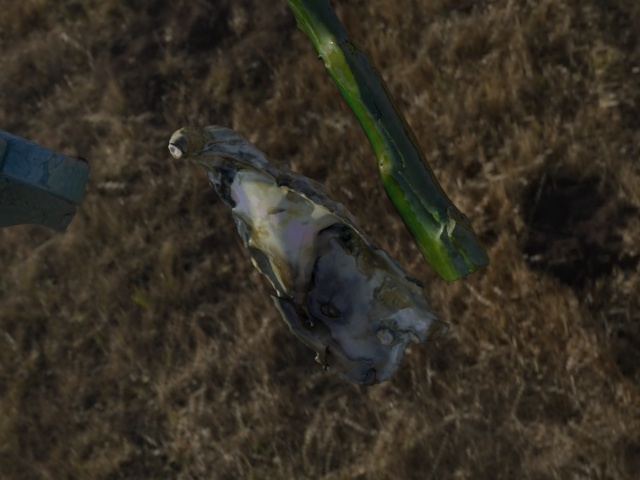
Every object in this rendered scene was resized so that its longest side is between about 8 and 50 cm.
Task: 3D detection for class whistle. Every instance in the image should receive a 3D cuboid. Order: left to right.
[{"bbox_3d":[-0.273,-0.061,0.812,0.186,0.274,0.093,16,82,31],"label":"whistle"}]

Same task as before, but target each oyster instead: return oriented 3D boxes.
[{"bbox_3d":[0.000,0.002,0.709,0.106,0.200,0.061,-23,13,14],"label":"oyster"}]

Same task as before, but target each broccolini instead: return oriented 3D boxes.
[{"bbox_3d":[-0.011,-0.091,0.492,0.071,0.254,0.057,-30,5,-35],"label":"broccolini"}]
